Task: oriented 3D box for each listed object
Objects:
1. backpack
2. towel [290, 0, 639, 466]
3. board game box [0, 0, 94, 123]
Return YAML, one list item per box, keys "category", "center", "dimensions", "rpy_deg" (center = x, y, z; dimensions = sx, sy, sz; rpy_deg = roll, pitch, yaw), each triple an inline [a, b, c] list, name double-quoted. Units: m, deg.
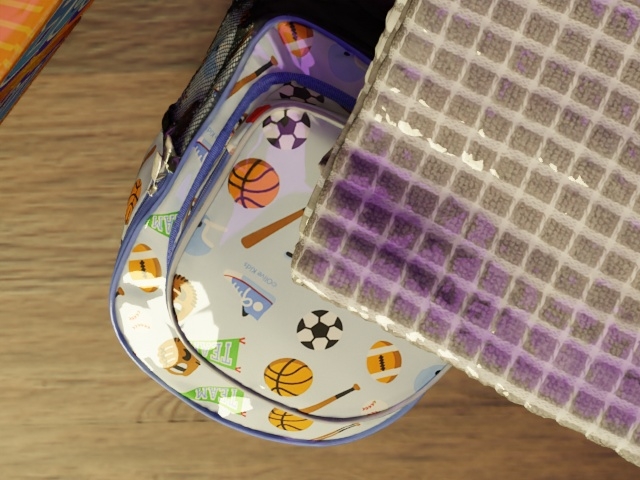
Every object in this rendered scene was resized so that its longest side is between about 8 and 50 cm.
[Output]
- category: "backpack"
  center: [0.000, 0.000, 1.183]
  dimensions: [0.276, 0.213, 0.263]
  rpy_deg: [31, 118, -9]
- category: "towel"
  center: [0.142, -0.027, 0.956]
  dimensions: [0.283, 0.121, 0.235]
  rpy_deg: [26, 114, 5]
- category: "board game box"
  center: [-0.305, -0.204, 1.053]
  dimensions: [0.356, 0.356, 0.356]
  rpy_deg: [38, 107, -8]
